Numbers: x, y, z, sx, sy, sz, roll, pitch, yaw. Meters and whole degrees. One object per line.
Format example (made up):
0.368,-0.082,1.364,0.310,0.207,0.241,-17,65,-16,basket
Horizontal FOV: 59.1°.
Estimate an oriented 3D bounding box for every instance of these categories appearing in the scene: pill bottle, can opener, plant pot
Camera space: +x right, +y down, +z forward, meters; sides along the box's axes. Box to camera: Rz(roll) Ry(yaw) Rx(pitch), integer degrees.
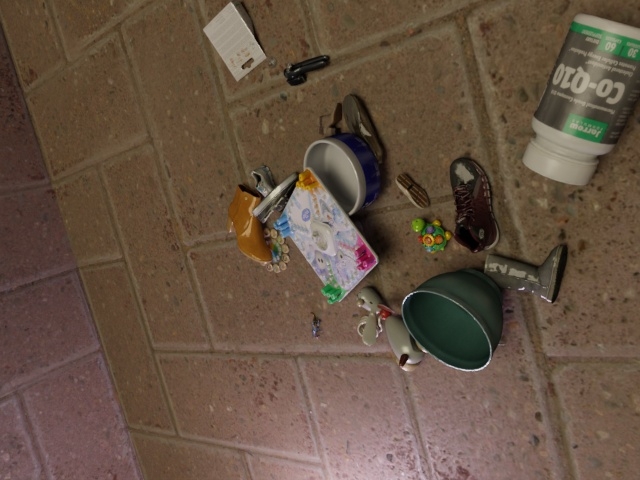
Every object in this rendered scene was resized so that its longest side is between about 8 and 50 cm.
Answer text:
0.630,-0.329,1.337,0.204,0.204,0.361,30,121,28,pill bottle
-0.050,-0.581,1.896,0.186,0.073,0.059,-14,57,37,can opener
0.413,0.205,1.658,0.293,0.196,0.293,31,145,25,plant pot

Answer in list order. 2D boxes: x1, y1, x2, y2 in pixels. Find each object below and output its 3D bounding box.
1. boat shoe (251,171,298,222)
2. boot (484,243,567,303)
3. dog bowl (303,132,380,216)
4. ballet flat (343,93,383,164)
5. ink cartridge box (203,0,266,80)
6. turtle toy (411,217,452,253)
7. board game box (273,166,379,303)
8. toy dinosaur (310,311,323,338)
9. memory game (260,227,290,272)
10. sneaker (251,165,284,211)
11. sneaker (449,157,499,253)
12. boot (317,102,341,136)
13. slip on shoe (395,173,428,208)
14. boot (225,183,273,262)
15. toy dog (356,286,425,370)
-0.153,-0.157,2.064,0.219,0.078,0.070,-44,102,8,boat shoe
0.577,0.073,1.606,0.208,0.076,0.190,24,116,38,boot
0.067,-0.212,1.842,0.264,0.104,0.265,30,132,39,dog bowl
0.143,-0.356,1.815,0.084,0.058,0.250,-38,74,57,ballet flat
-0.302,-0.725,2.056,0.180,0.056,0.225,-24,108,40,ink cartridge box
0.337,-0.018,1.757,0.130,0.066,0.095,50,128,14,turtle toy
0.000,0.000,1.950,0.390,0.050,0.390,54,150,11,board game box
-0.017,0.337,2.185,0.090,0.047,0.082,-112,29,-45,toy dinosaur
-0.193,0.039,2.229,0.186,0.012,0.186,13,113,35,memory game
-0.203,-0.187,2.119,0.071,0.082,0.191,-35,83,38,sneaker
0.420,-0.094,1.605,0.106,0.162,0.282,-20,92,40,sneaker
0.026,-0.406,1.896,0.086,0.042,0.119,20,110,41,boot
0.285,-0.151,1.775,0.135,0.051,0.041,45,167,8,slip on shoe
-0.262,-0.070,2.176,0.295,0.104,0.211,42,125,32,boot
0.228,0.310,1.889,0.333,0.161,0.220,25,118,30,toy dog
